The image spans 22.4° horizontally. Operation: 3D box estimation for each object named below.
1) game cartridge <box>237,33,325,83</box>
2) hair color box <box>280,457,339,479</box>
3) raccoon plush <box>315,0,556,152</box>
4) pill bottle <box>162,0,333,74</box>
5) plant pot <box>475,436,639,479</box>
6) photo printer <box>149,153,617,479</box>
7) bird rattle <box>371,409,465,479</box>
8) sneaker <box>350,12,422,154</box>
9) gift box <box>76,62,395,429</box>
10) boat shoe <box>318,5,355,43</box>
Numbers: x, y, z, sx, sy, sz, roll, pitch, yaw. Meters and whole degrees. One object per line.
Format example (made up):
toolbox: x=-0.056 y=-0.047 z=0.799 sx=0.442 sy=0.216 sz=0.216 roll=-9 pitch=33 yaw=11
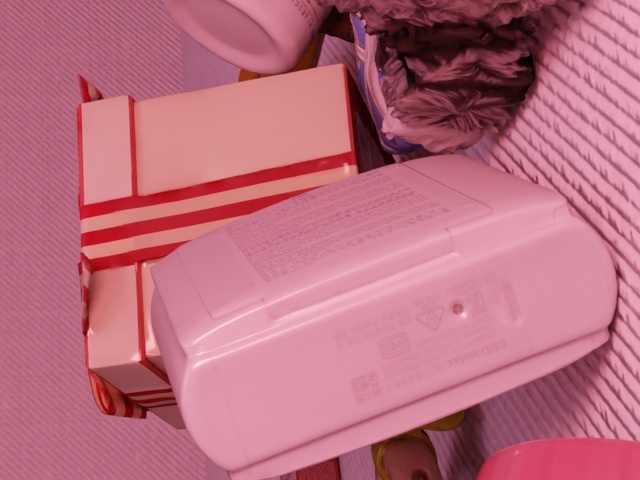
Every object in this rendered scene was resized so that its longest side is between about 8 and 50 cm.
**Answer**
game cartridge: x=-0.078 y=-0.041 z=1.626 sx=0.285 sy=0.052 sz=0.324 roll=155 pitch=130 yaw=-78
hair color box: x=-0.015 y=0.239 z=1.781 sx=0.093 sy=0.053 sz=0.167 roll=107 pitch=161 yaw=-56
raccoon plush: x=0.055 y=-0.276 z=0.981 sx=0.446 sy=0.216 sz=0.299 roll=115 pitch=160 yaw=-68
pill bottle: x=-0.023 y=-0.264 z=1.349 sx=0.229 sy=0.131 sz=0.131 roll=-60 pitch=1 yaw=-18
plant pot: x=0.120 y=0.191 z=0.690 sx=0.201 sy=0.201 sz=0.180 roll=110 pitch=171 yaw=-64
photo printer: x=0.019 y=0.034 z=1.024 sx=0.307 sy=0.256 sz=0.107 roll=-141 pitch=31 yaw=-76
bird rattle: x=0.081 y=0.212 z=1.185 sx=0.207 sy=0.143 sz=0.253 roll=83 pitch=164 yaw=-47
sneaker: x=0.054 y=-0.166 z=1.286 sx=0.081 sy=0.080 sz=0.211 roll=119 pitch=150 yaw=-64
gift box: x=-0.076 y=-0.002 z=1.312 sx=0.276 sy=0.258 sz=0.255 roll=57 pitch=-155 yaw=-62
boat shoe: x=0.005 y=-0.246 z=1.505 sx=0.257 sy=0.095 sz=0.095 roll=-119 pitch=30 yaw=-69
